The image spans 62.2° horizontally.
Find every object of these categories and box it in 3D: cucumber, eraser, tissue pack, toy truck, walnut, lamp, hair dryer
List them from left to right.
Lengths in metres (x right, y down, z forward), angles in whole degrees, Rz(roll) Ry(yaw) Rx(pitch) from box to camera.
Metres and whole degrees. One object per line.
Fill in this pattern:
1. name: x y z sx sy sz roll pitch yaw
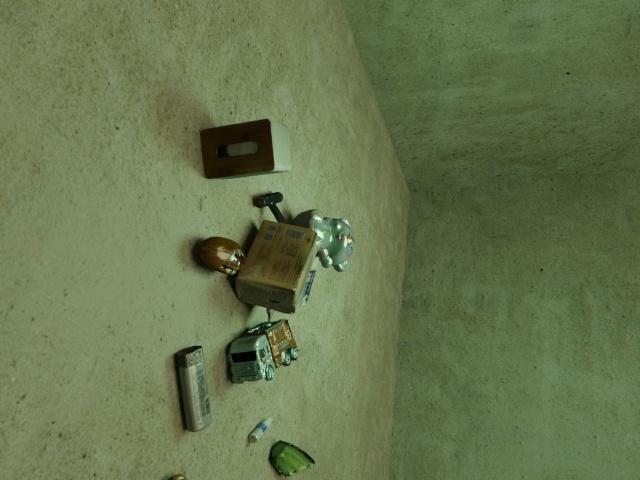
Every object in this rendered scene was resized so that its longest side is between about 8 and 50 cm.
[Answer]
1. walnut: -0.297 0.048 1.638 0.207 0.116 0.115 26 63 -66
2. tissue pack: -0.233 -0.281 1.675 0.136 0.246 0.159 -14 98 -70
3. toy truck: -0.194 0.370 1.810 0.305 0.137 0.162 -18 96 -70
4. tissue pack: -0.150 0.113 1.874 0.305 0.239 0.238 -71 149 -46
5. hair dryer: -0.151 -0.096 2.008 0.194 0.050 0.173 54 25 1
6. cucumber: -0.116 0.814 1.993 0.086 0.115 0.193 46 -8 47
7. eraser: -0.083 0.157 2.101 0.125 0.068 0.209 3 106 -59
8. lamp: 0.000 0.000 2.271 0.301 0.248 0.246 18 63 -43

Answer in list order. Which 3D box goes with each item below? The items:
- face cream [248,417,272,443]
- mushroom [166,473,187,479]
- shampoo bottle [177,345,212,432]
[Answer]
1. face cream: -0.206 0.660 1.853 0.130 0.034 0.034 -29 113 -66
2. mushroom: -0.375 0.649 1.372 0.088 0.073 0.129 -60 176 -33
3. shampoo bottle: -0.355 0.417 1.498 0.086 0.056 0.227 -20 105 -65
